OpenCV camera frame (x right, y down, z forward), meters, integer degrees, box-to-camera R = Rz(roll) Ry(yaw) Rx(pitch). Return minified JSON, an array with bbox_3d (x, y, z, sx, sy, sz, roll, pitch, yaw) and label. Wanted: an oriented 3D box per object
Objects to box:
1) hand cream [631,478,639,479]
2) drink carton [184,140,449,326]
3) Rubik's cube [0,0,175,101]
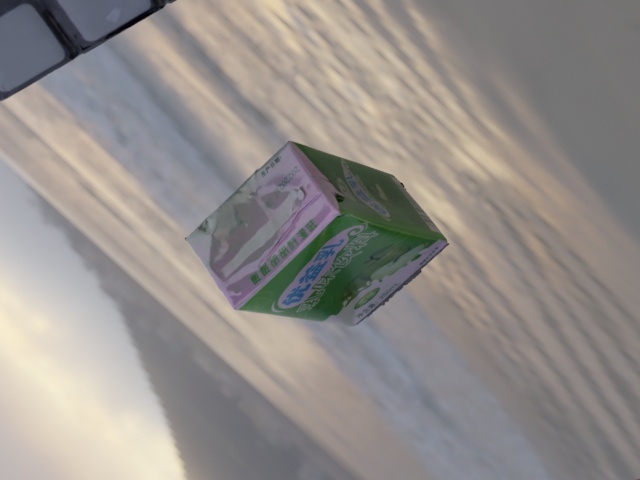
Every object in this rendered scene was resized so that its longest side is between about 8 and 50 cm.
[{"bbox_3d":[0.241,0.239,1.077,0.193,0.125,0.193,-13,-90,-83],"label":"hand cream"},{"bbox_3d":[0.000,0.000,1.778,0.108,0.161,0.271,54,-161,23],"label":"drink carton"},{"bbox_3d":[-0.289,-0.378,1.646,0.304,0.301,0.305,58,-178,-42],"label":"Rubik's cube"}]
